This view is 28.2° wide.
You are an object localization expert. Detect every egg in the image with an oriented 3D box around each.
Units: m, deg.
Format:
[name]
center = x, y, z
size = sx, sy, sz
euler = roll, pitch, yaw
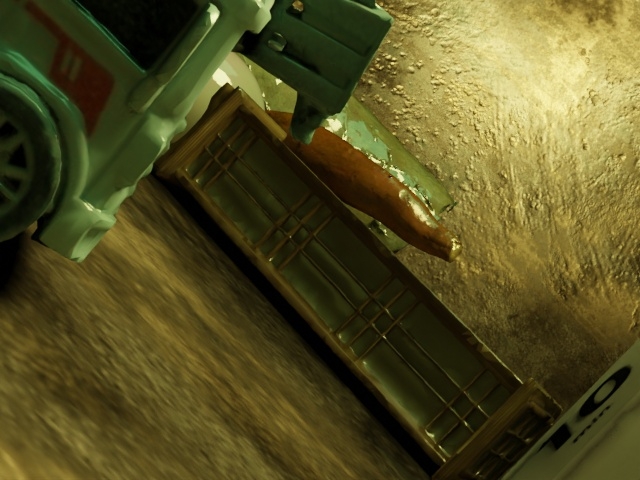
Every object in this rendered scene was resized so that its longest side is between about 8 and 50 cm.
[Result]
[egg]
center = -0.109, -0.128, 1.142
size = 0.135, 0.103, 0.103
euler = 45, 2, -31

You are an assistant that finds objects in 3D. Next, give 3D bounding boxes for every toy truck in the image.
[toy truck]
center = -0.125, -0.138, 0.403
size = 0.338, 0.184, 0.133
euler = 43, 5, -15

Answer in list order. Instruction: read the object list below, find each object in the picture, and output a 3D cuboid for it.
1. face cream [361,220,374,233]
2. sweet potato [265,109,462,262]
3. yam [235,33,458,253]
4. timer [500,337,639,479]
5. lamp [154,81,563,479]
[face cream]
center = 0.000, 0.000, 1.118
size = 0.075, 0.075, 0.229
euler = 45, 3, 26
[sweet potato]
center = 0.020, -0.060, 1.152
size = 0.264, 0.057, 0.057
euler = 36, -1, 29
[yam]
center = -0.017, -0.094, 1.299
size = 0.304, 0.168, 0.168
euler = 44, 3, 1
[timer]
center = 0.232, 0.169, 0.761
size = 0.194, 0.192, 0.195
euler = 44, 4, 6
[lamp]
center = 0.018, 0.028, 0.872
size = 0.325, 0.090, 0.089
euler = 47, 4, 29
